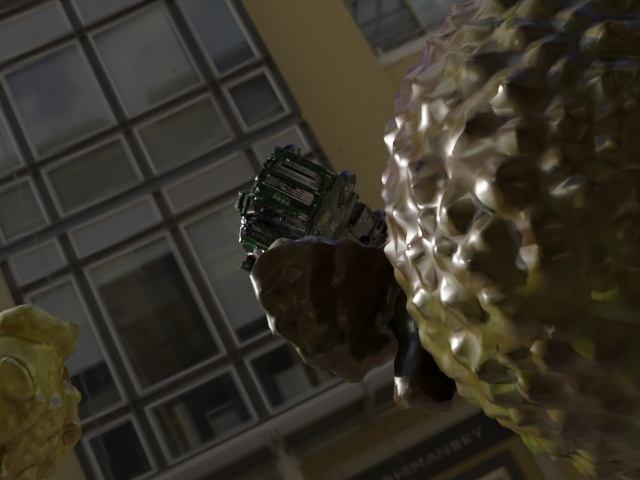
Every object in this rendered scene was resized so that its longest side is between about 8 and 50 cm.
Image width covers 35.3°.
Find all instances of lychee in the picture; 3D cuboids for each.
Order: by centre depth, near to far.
[{"bbox_3d":[0.147,-0.016,0.470,0.270,0.270,0.320,3,-54,-57],"label":"lychee"}]

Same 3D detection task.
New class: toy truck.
[{"bbox_3d":[0.000,0.000,0.980,0.121,0.088,0.259,-63,-21,-5],"label":"toy truck"}]

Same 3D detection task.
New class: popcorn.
[{"bbox_3d":[-0.357,0.184,1.128,0.235,0.181,0.216,99,-169,-71],"label":"popcorn"}]
